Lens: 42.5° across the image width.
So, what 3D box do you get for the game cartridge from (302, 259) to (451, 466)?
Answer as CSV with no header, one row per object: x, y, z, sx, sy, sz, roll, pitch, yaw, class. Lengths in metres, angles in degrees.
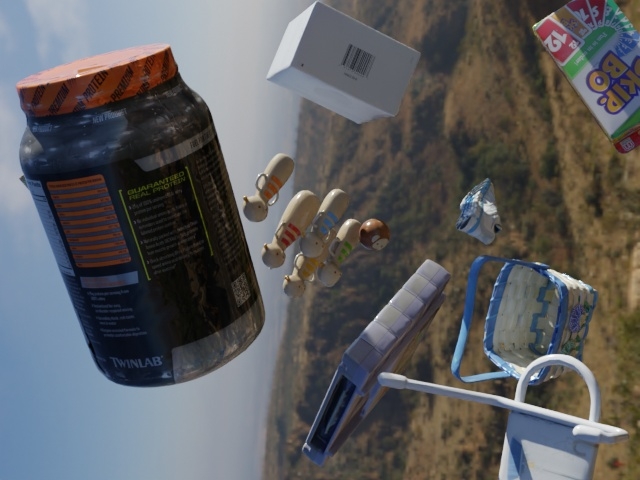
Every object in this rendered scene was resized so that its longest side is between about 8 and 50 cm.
0.086,0.201,1.291,0.230,0.068,0.355,-39,-19,-32,game cartridge

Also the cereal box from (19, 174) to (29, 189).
-0.444,-0.050,1.528,0.047,0.240,0.173,-47,19,-29,cereal box

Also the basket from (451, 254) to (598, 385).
0.401,0.156,1.646,0.201,0.289,0.255,-144,60,-62,basket

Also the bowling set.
0.000,0.000,1.391,0.154,0.200,0.287,-59,-37,-19,bowling set

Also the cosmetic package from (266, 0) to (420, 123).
0.038,-0.339,1.609,0.138,0.224,0.224,-68,16,-3,cosmetic package

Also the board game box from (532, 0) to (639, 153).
0.453,-0.269,1.288,0.259,0.124,0.039,62,-166,19,board game box

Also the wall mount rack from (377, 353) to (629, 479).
0.212,0.305,1.038,0.130,0.304,0.350,14,-94,-53,wall mount rack

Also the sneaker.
0.320,-0.051,1.612,0.071,0.083,0.191,-45,9,37,sneaker

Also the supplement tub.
-0.195,-0.029,0.901,0.207,0.207,0.338,-102,-1,-69,supplement tub
